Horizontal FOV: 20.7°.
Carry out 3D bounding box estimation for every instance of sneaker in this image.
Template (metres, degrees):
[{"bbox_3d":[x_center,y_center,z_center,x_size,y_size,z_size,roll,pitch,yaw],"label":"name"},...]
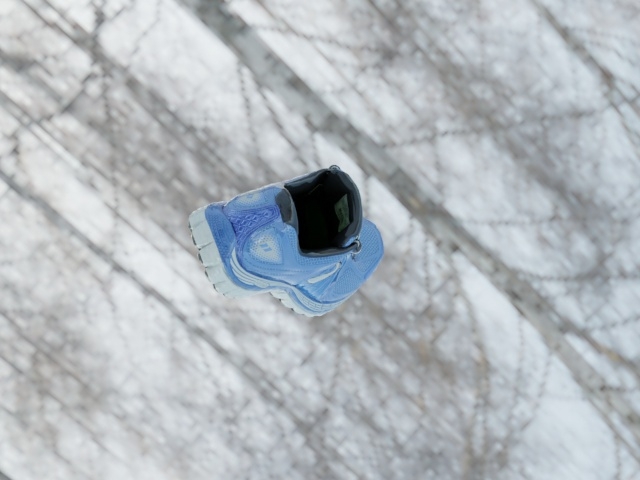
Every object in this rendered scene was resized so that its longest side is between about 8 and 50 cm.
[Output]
[{"bbox_3d":[0.000,0.000,1.885,0.147,0.330,0.130,-24,-101,23],"label":"sneaker"}]
